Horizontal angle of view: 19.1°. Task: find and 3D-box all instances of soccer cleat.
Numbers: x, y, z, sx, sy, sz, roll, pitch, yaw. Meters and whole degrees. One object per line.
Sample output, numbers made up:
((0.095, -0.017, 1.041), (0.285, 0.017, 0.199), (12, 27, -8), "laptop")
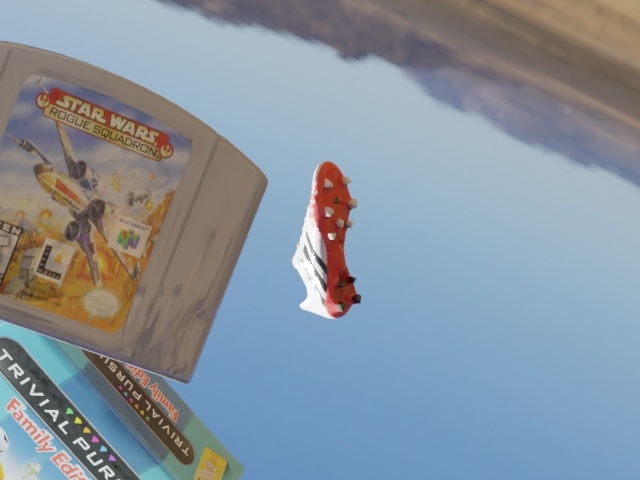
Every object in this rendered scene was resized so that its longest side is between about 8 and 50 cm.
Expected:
((0.000, 0.000, 0.990), (0.036, 0.083, 0.029), (3, -165, 39), "soccer cleat")

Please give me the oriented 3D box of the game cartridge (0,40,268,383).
((-0.187, -0.030, 1.384), (0.297, 0.198, 0.062), (22, -177, -29), "game cartridge")

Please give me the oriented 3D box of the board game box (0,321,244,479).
((-0.276, 0.201, 1.751), (0.254, 0.336, 0.079), (50, -144, -13), "board game box")
